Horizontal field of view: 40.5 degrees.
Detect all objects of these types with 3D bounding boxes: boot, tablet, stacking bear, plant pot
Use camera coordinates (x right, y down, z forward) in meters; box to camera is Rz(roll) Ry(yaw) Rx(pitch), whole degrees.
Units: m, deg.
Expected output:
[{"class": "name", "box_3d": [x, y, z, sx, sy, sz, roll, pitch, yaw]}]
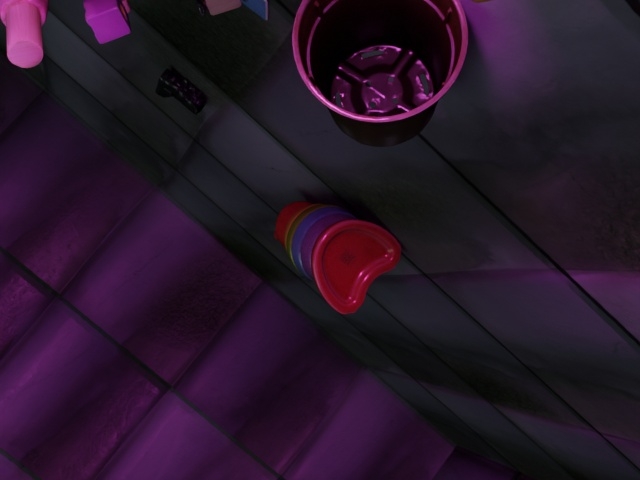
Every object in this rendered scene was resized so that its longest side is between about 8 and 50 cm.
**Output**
[{"class": "boot", "box_3d": [-0.279, -0.292, 1.743, 0.099, 0.045, 0.121, 38, 167, -6]}, {"class": "tablet", "box_3d": [-0.103, -0.332, 1.162, 0.083, 0.006, 0.054, 37, 167, 6]}, {"class": "stacking bear", "box_3d": [0.000, 0.000, 1.718, 0.164, 0.175, 0.289, 44, 175, -28]}, {"class": "plant pot", "box_3d": [0.063, -0.177, 0.897, 0.167, 0.167, 0.165, 37, 175, 11]}]

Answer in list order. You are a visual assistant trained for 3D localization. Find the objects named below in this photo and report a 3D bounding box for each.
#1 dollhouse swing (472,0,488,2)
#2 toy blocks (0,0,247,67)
[{"class": "dollhouse swing", "box_3d": [0.131, -0.333, 0.348, 0.347, 0.304, 0.315, 51, -155, -44]}, {"class": "toy blocks", "box_3d": [-0.285, -0.415, 1.035, 0.289, 0.308, 0.260, 75, 178, -50]}]
